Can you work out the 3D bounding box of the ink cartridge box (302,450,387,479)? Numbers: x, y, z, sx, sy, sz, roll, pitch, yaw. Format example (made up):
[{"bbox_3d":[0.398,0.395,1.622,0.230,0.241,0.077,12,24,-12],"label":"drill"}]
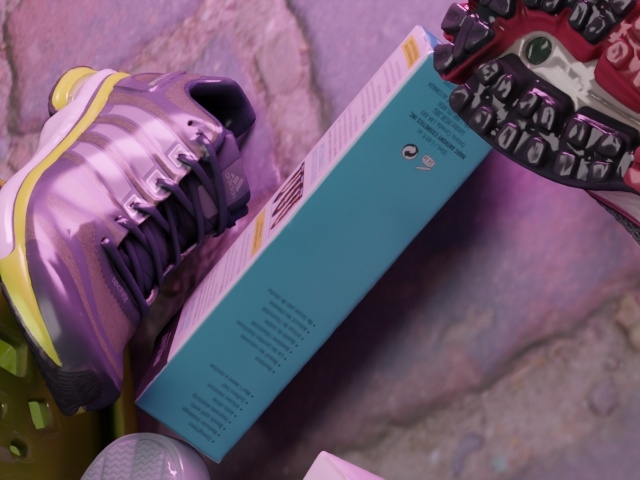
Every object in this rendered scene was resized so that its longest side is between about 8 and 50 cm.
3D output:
[{"bbox_3d":[0.048,0.174,0.621,0.092,0.143,0.090,-59,26,4],"label":"ink cartridge box"}]

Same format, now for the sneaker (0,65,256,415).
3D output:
[{"bbox_3d":[-0.106,-0.020,0.815,0.121,0.111,0.300,-10,37,10],"label":"sneaker"}]

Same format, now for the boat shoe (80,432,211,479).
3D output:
[{"bbox_3d":[-0.099,0.256,0.739,0.109,0.094,0.302,-4,68,35],"label":"boat shoe"}]

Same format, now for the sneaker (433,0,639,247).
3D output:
[{"bbox_3d":[0.188,-0.030,0.614,0.299,0.112,0.121,47,110,31],"label":"sneaker"}]

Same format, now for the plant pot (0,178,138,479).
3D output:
[{"bbox_3d":[-0.239,0.099,0.865,0.227,0.207,0.228,-32,51,27],"label":"plant pot"}]

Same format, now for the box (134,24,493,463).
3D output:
[{"bbox_3d":[0.000,0.000,0.767,0.244,0.060,0.100,-50,10,13],"label":"box"}]
